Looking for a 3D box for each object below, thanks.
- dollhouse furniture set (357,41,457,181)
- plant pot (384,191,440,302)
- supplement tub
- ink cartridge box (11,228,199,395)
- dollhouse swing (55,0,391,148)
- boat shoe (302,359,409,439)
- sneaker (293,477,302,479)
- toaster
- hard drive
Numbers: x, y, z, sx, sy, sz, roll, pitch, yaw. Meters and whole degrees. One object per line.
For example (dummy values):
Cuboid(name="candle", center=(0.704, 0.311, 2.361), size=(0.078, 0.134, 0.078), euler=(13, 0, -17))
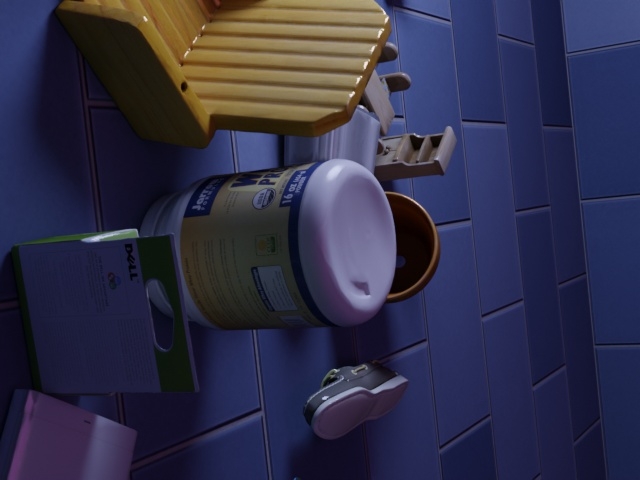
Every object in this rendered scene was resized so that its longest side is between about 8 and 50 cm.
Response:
Cuboid(name="dollhouse furniture set", center=(0.149, -0.246, 1.937), size=(0.242, 0.160, 0.212), euler=(60, 39, -35))
Cuboid(name="plant pot", center=(0.138, 0.028, 1.870), size=(0.188, 0.205, 0.205), euler=(38, 52, -70))
Cuboid(name="supplement tub", center=(-0.077, 0.012, 1.370), size=(0.228, 0.316, 0.229), euler=(13, 74, -58))
Cuboid(name="ink cartridge box", center=(-0.234, 0.083, 1.156), size=(0.097, 0.255, 0.189), euler=(-18, 101, -59))
Cuboid(name="dollhouse swing", center=(-0.114, -0.337, 1.374), size=(0.315, 0.304, 0.347), euler=(60, 40, -36))
Cuboid(name="boat shoe", center=(0.051, 0.282, 1.769), size=(0.305, 0.091, 0.109), euler=(-4, 126, -57))
Cuboid(name="sneaker", center=(-0.107, 0.474, 1.485), size=(0.340, 0.125, 0.140), euler=(-8, 65, -56))
Cuboid(name="toaster", center=(0.016, -0.172, 1.738), size=(0.227, 0.129, 0.147), euler=(17, 74, -57))
Cuboid(name="hard drive", center=(-0.328, 0.357, 1.171), size=(0.203, 0.040, 0.308), euler=(39, 53, -50))
